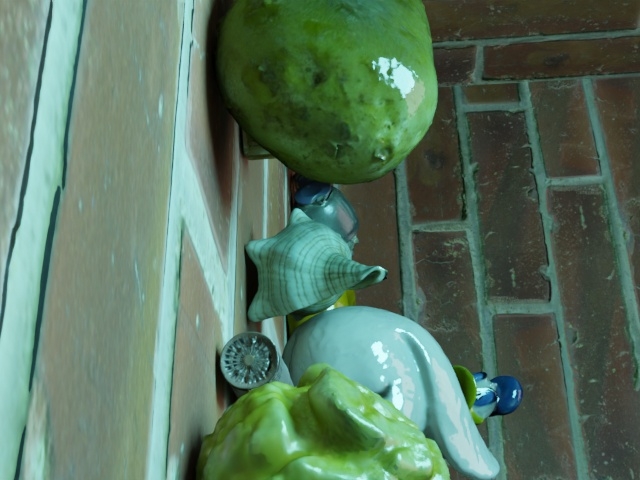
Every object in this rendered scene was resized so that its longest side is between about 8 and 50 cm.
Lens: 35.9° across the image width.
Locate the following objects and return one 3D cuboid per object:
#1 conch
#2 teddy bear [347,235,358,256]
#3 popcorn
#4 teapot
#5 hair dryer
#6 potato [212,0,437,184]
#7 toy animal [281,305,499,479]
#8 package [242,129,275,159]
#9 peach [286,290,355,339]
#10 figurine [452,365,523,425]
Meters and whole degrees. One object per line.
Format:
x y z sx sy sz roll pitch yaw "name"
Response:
-0.028 0.029 1.059 0.114 0.137 0.234 61 -7 2 "conch"
0.020 -0.002 1.893 0.213 0.111 0.133 73 18 -72 "teddy bear"
-0.002 0.189 0.707 0.187 0.185 0.167 65 -19 4 "popcorn"
0.003 -0.060 1.691 0.149 0.111 0.108 -80 154 -51 "teapot"
-0.052 0.210 0.881 0.195 0.053 0.220 80 9 -72 "hair dryer"
0.011 -0.176 0.937 0.307 0.210 0.173 -75 -177 -55 "potato"
0.044 0.195 1.076 0.206 0.271 0.265 -47 127 -56 "toy animal"
-0.051 -0.153 1.064 0.047 0.071 0.131 57 31 -81 "package"
0.002 0.115 1.526 0.179 0.103 0.179 -3 90 -85 "peach"
0.132 0.245 1.485 0.204 0.338 0.283 -96 170 -72 "figurine"
